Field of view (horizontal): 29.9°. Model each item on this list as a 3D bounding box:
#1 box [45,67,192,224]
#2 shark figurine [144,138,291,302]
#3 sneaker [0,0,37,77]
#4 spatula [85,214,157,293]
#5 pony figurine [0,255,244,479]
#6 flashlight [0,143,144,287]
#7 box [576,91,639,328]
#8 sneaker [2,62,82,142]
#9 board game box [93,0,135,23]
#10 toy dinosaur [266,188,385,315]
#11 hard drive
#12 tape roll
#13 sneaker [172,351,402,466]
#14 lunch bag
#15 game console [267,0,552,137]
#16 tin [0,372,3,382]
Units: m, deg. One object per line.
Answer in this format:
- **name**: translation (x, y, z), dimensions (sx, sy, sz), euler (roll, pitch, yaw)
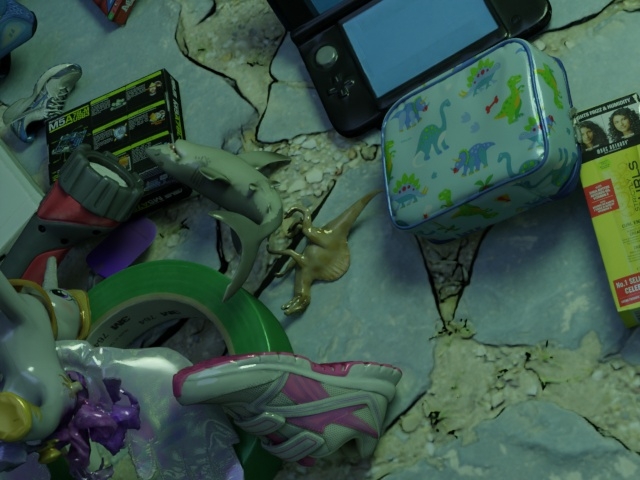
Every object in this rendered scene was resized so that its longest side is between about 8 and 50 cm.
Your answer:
- **box**: translation (-0.264, -0.109, 1.548), dimensions (0.190, 0.045, 0.184), euler (-22, 56, 16)
- **shark figurine**: translation (-0.091, -0.025, 1.390), dimensions (0.278, 0.166, 0.116), euler (-130, 46, -53)
- **sneaker**: translation (-0.520, -0.250, 1.691), dimensions (0.330, 0.147, 0.130), euler (-21, 66, 38)
- **spatula**: translation (-0.301, 0.093, 1.489), dimensions (0.084, 0.030, 0.296), euler (29, 85, 49)
- **pony figurine**: translation (-0.281, 0.153, 1.221), dimensions (0.302, 0.363, 0.351), euler (-24, 76, 6)
- **flashlight**: translation (-0.334, 0.029, 1.467), dimensions (0.103, 0.103, 0.304), euler (45, 108, 34)
- **box**: translation (0.320, -0.033, 1.232), dimensions (0.087, 0.058, 0.232), euler (-18, 63, 18)
- **sneaker**: translation (-0.369, -0.185, 1.637), dimensions (0.135, 0.052, 0.058), euler (-42, 67, 12)
- **board game box**: translation (-0.250, -0.454, 1.639), dimensions (0.145, 0.027, 0.281), euler (48, 117, 34)
- **toy dinosaur**: translation (0.000, 0.000, 1.386), dimensions (0.092, 0.053, 0.183), euler (35, 94, 17)
- **hard drive**: translation (-0.485, -0.045, 1.604), dimensions (0.203, 0.040, 0.307), euler (-47, 49, 1)
- **tape roll**: translation (-0.184, 0.183, 1.371), dimensions (0.321, 0.077, 0.321), euler (-10, 65, 22)
- **sneaker**: translation (-0.031, 0.174, 1.223), dimensions (0.103, 0.252, 0.111), euler (164, 112, -64)
- **lunch bag**: translation (0.170, -0.106, 1.288), dimensions (0.219, 0.090, 0.176), euler (-26, 59, 37)
- **game console**: translation (0.079, -0.310, 1.398), dimensions (0.293, 0.173, 0.250), euler (-30, 59, 12)
- **tin**: translation (-0.405, 0.204, 1.446), dimensions (0.189, 0.040, 0.106), euler (-39, 49, 38)
